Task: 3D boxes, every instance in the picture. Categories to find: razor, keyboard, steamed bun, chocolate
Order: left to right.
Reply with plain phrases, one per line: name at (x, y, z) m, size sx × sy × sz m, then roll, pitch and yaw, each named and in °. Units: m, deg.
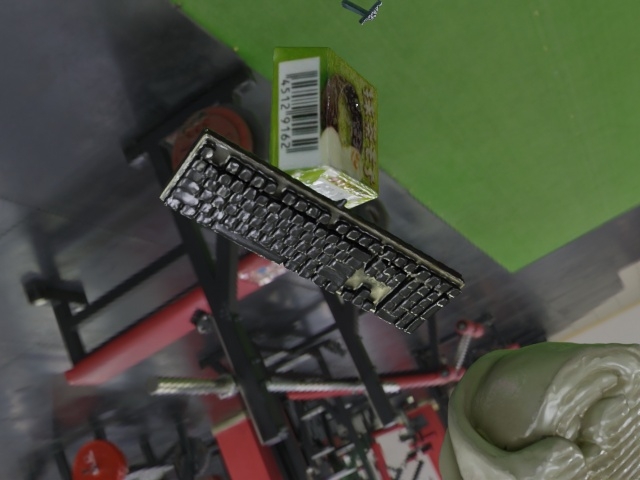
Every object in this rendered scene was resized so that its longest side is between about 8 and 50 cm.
keyboard at (0.000, 0.000, 0.769) m, size 0.316 × 0.027 × 0.106 m, roll 29°, pitch 124°, yaw -20°
chocolate at (0.018, -0.235, 1.648) m, size 0.136 × 0.301 × 0.288 m, roll -4°, pitch 168°, yaw 27°
razor at (0.087, -0.521, 1.741) m, size 0.066 × 0.190 × 0.033 m, roll -46°, pitch 120°, yaw 5°
steamed bun at (0.306, 0.296, 1.062) m, size 0.342 × 0.368 × 0.255 m, roll -27°, pitch -153°, yaw -32°
